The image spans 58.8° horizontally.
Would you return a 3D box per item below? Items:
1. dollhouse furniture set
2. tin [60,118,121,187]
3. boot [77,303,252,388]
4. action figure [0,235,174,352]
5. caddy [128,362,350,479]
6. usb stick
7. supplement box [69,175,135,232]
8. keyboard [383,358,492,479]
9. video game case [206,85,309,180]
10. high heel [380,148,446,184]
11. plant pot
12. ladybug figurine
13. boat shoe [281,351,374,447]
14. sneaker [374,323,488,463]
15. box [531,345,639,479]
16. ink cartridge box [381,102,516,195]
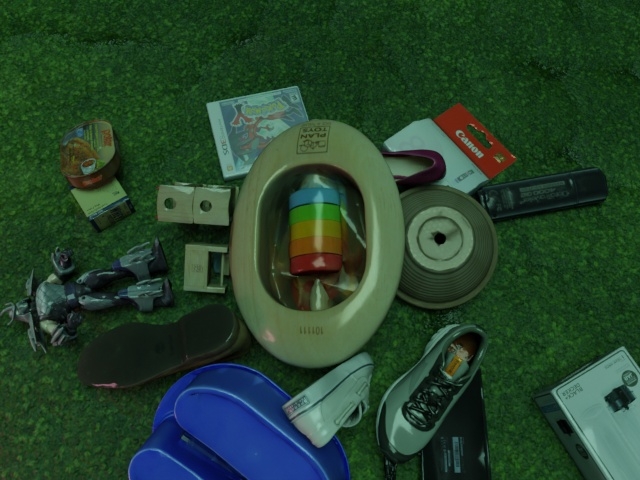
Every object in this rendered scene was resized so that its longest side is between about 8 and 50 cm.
[{"bbox_3d":[-0.227,-0.010,1.050,0.128,0.129,0.184,4,97,-1],"label":"dollhouse furniture set"},{"bbox_3d":[-0.440,-0.169,1.089,0.106,0.040,0.190,-24,45,-2],"label":"tin"},{"bbox_3d":[-0.261,0.195,0.960,0.305,0.115,0.112,-15,61,12],"label":"boot"},{"bbox_3d":[-0.407,0.087,0.988,0.284,0.099,0.185,-15,64,-12],"label":"action figure"},{"bbox_3d":[-0.115,0.345,0.866,0.341,0.179,0.241,38,90,6],"label":"caddy"},{"bbox_3d":[0.450,-0.094,1.151,0.277,0.045,0.077,-10,84,-8],"label":"usb stick"},{"bbox_3d":[-0.413,-0.078,1.080,0.083,0.056,0.083,-33,73,-16],"label":"supplement box"},{"bbox_3d":[0.187,0.360,0.957,0.201,0.033,0.317,5,67,-7],"label":"keyboard"},{"bbox_3d":[-0.121,-0.225,1.179,0.201,0.023,0.184,-13,69,-9],"label":"video game case"},{"bbox_3d":[0.115,-0.136,1.079,0.243,0.117,0.082,7,90,19],"label":"high heel"},{"bbox_3d":[0.212,0.006,1.031,0.237,0.110,0.238,-1,81,3],"label":"plant pot"},{"bbox_3d":[0.000,0.000,1.001,0.304,0.162,0.450,-1,73,13],"label":"ladybug figurine"},{"bbox_3d":[0.035,0.245,0.886,0.096,0.267,0.088,-38,77,14],"label":"boat shoe"},{"bbox_3d":[0.183,0.239,0.932,0.100,0.108,0.271,37,69,5],"label":"sneaker"},{"bbox_3d":[0.516,0.349,0.953,0.169,0.087,0.290,-26,71,-14],"label":"box"},{"bbox_3d":[0.270,-0.182,1.172,0.232,0.066,0.189,-36,74,-12],"label":"ink cartridge box"}]
